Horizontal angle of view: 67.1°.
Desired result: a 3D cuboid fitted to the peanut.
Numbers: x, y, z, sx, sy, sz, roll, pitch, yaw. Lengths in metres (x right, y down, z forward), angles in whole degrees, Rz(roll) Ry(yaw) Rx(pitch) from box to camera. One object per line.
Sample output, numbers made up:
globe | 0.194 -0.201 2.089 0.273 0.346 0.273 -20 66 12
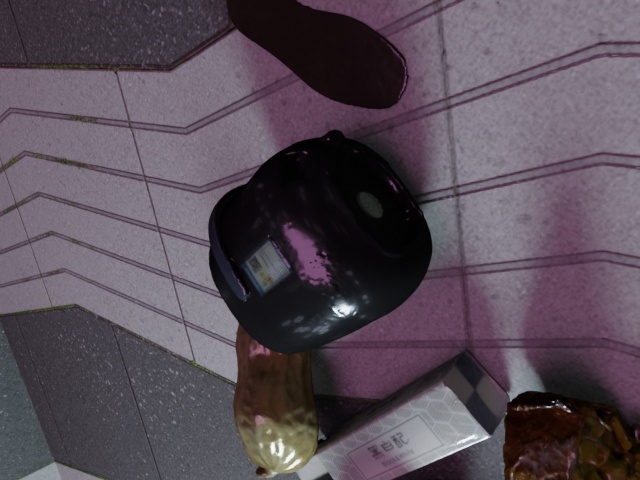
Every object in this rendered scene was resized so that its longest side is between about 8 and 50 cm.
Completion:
peanut | -0.077 0.249 0.815 0.159 0.142 0.292 121 145 -78

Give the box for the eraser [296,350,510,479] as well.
eraser | 0.108 0.314 0.773 0.096 0.098 0.404 51 130 10

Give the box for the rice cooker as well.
rice cooker | 0.000 0.000 0.626 0.267 0.267 0.224 54 130 6

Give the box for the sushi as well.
sushi | 0.326 0.290 0.567 0.179 0.166 0.297 -18 91 63

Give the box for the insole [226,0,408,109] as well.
insole | -0.018 -0.279 0.677 0.327 0.007 0.111 37 126 20
